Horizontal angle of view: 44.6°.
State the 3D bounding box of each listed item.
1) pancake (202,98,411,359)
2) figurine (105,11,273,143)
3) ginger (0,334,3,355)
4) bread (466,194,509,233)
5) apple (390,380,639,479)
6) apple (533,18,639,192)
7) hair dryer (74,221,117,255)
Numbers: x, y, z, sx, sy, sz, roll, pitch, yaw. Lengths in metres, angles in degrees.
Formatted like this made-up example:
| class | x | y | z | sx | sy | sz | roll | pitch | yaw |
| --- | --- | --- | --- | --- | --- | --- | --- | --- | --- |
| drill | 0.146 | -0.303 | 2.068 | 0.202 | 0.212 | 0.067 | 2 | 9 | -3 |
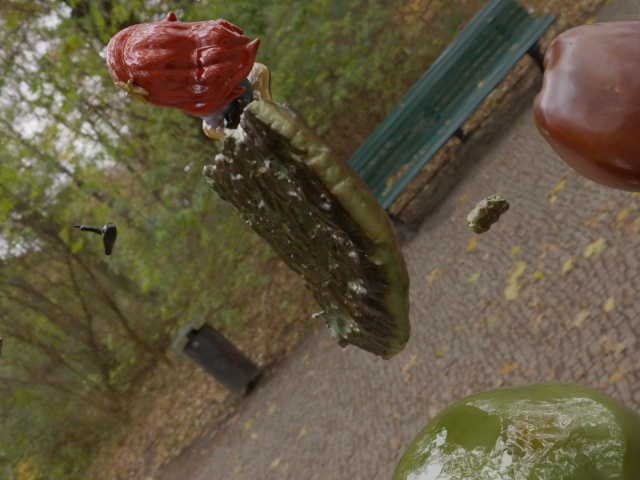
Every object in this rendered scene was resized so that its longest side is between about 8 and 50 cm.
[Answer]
| class | x | y | z | sx | sy | sz | roll | pitch | yaw |
| --- | --- | --- | --- | --- | --- | --- | --- | --- | --- |
| pancake | 0.002 | -0.001 | 1.052 | 0.067 | 0.426 | 0.305 | -46 | 19 | -25 |
| figurine | -0.189 | -0.265 | 1.243 | 0.180 | 0.208 | 0.257 | -60 | -30 | 6 |
| ginger | -0.719 | 0.280 | 1.568 | 0.213 | 0.074 | 0.137 | -37 | 25 | 11 |
| bread | 0.395 | -0.064 | 1.860 | 0.110 | 0.066 | 0.060 | -44 | 45 | -3 |
| apple | 0.238 | 0.328 | 0.857 | 0.357 | 0.357 | 0.357 | -47 | 10 | 11 |
| apple | 0.275 | -0.125 | 0.708 | 0.147 | 0.158 | 0.155 | -44 | -34 | -88 |
| hair dryer | -0.441 | -0.010 | 1.531 | 0.031 | 0.083 | 0.079 | -80 | 8 | -49 |
